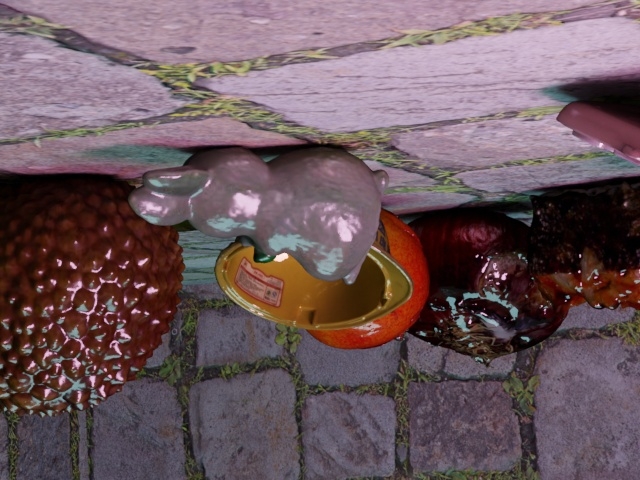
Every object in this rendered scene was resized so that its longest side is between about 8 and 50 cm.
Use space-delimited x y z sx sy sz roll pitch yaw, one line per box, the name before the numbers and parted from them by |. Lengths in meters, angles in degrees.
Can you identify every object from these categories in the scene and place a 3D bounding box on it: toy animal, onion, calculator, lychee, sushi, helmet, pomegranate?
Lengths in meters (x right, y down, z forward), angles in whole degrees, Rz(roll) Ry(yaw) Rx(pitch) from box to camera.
toy animal | -0.066 -0.045 1.237 0.251 0.127 0.125 15 178 -30
onion | 0.240 0.054 2.052 0.314 0.232 0.314 6 153 3
calculator | 0.331 -0.062 1.077 0.220 0.048 0.330 32 -162 34
lychee | -0.277 0.060 1.377 0.267 0.267 0.267 -4 176 0
sushi | 0.453 0.005 1.744 0.343 0.182 0.196 -3 -177 34
helmet | 0.000 0.000 1.571 0.257 0.140 0.205 -19 135 38
pomegranate | 0.039 0.045 1.807 0.235 0.210 0.210 33 161 -20

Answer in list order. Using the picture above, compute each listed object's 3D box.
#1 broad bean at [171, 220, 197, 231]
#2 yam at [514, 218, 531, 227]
broad bean | -0.120 -0.043 1.487 0.061 0.046 0.195 12 164 -27
yam | 0.303 0.020 2.352 0.106 0.106 0.259 -2 174 -19
